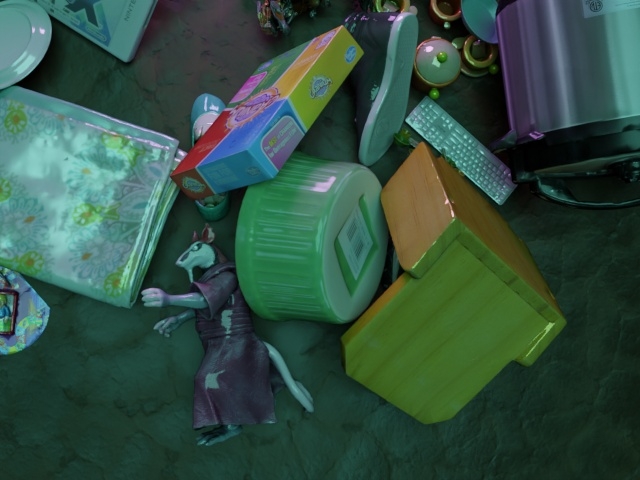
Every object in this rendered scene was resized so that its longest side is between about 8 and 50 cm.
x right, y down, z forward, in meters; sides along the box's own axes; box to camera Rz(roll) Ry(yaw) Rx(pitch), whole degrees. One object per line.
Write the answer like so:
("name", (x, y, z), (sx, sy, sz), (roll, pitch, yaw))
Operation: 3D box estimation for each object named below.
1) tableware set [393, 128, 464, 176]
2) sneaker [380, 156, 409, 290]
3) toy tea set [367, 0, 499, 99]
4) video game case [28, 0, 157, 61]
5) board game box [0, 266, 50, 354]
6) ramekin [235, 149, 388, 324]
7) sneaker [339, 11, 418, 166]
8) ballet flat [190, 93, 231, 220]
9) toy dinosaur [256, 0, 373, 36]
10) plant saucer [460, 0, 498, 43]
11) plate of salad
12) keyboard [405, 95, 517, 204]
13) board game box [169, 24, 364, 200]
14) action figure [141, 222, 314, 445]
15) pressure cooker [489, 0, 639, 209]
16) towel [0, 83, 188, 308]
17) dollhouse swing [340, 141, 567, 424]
("tableware set", (0.209, -0.165, 1.413), (0.154, 0.104, 0.024), (37, 117, 6))
("sneaker", (0.180, -0.023, 1.407), (0.108, 0.100, 0.271), (17, 84, -10))
("toy tea set", (0.211, -0.441, 1.427), (0.200, 0.124, 0.336), (-33, 90, -8))
("video game case", (-0.429, -0.530, 1.318), (0.329, 0.036, 0.300), (32, 122, -3))
("board game box", (-0.583, 0.125, 1.339), (0.133, 0.033, 0.168), (-41, 90, -8))
("ramekin", (0.000, 0.000, 1.265), (0.148, 0.303, 0.303), (7, 84, 28))
("sneaker", (0.086, -0.298, 1.415), (0.147, 0.105, 0.295), (26, 116, 32))
("ballet flat", (-0.201, -0.161, 1.377), (0.083, 0.087, 0.247), (-2, 85, -5))
("toy dinosaur", (-0.012, -0.535, 1.397), (0.219, 0.164, 0.321), (16, 98, 25))
("plant saucer", (0.310, -0.430, 1.430), (0.119, 0.021, 0.119), (13, 66, -30))
("plate of salad", (-0.579, -0.356, 1.357), (0.200, 0.048, 0.199), (-4, 69, 12))
("keyboard", (0.285, -0.179, 1.471), (0.256, 0.014, 0.072), (41, 82, -2))
("board game box", (-0.092, -0.215, 1.266), (0.064, 0.242, 0.316), (48, 56, -25))
("action figure", (-0.157, 0.151, 1.279), (0.276, 0.248, 0.370), (-7, 89, -8))
("pressure cooker", (0.509, -0.264, 1.317), (0.376, 0.370, 0.420), (-8, 89, -36))
("towel", (-0.452, -0.079, 1.327), (0.375, 0.090, 0.320), (19, 82, 2))
("dollhouse swing", (0.200, 0.089, 1.318), (0.305, 0.315, 0.347), (-39, 125, 21))
